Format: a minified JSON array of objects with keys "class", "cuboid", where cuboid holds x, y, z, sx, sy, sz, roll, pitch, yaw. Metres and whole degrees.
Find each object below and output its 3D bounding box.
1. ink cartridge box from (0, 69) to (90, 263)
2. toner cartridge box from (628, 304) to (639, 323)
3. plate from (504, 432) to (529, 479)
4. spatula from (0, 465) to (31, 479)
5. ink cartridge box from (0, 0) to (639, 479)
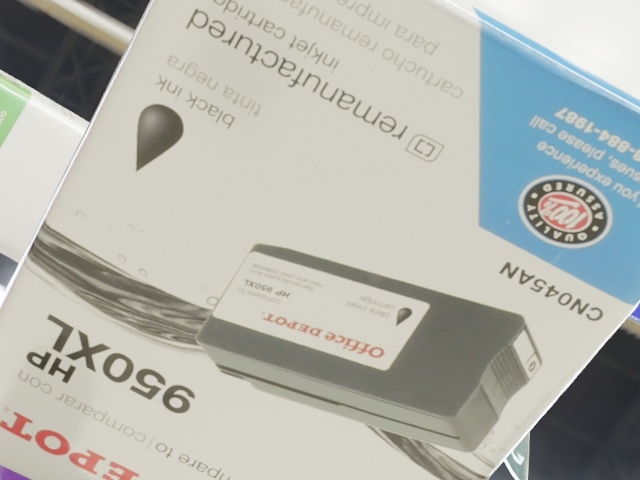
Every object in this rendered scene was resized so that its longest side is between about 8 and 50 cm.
[{"class":"ink cartridge box","cuboid":[-0.197,-0.033,1.178,0.278,0.201,0.117,31,-89,-15]},{"class":"toner cartridge box","cuboid":[0.344,0.013,1.293,0.348,0.165,0.075,30,1,35]},{"class":"plate","cuboid":[0.174,0.135,1.344,0.024,0.188,0.188,-1,-51,3]},{"class":"spatula","cuboid":[-0.219,0.279,1.147,0.084,0.296,0.030,-5,-16,14]},{"class":"ink cartridge box","cuboid":[0.000,0.000,0.816,0.285,0.166,0.395,28,-56,-8]}]
